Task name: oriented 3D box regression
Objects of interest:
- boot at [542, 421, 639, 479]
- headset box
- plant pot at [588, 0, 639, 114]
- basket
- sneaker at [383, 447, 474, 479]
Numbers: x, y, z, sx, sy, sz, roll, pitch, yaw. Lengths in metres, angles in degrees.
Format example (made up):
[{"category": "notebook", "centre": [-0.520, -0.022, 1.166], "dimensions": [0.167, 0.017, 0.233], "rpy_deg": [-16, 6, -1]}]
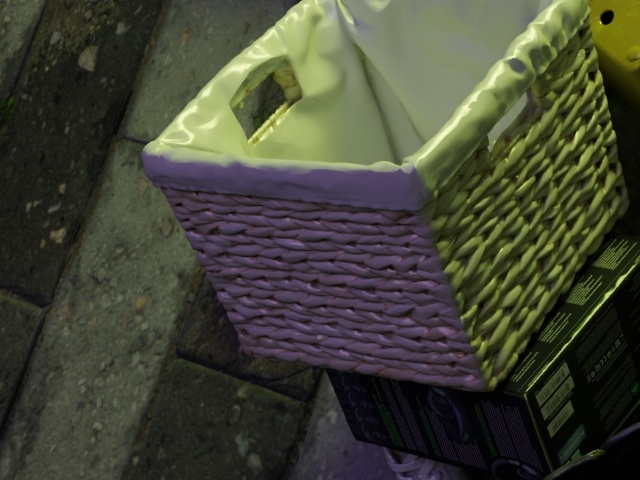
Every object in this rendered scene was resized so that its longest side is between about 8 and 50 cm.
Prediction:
[{"category": "boot", "centre": [0.246, 0.279, 1.713], "dimensions": [0.338, 0.223, 0.118], "rpy_deg": [-44, 50, 18]}, {"category": "headset box", "centre": [0.173, 0.100, 1.836], "dimensions": [0.283, 0.131, 0.246], "rpy_deg": [9, 43, 42]}, {"category": "plant pot", "centre": [0.360, -0.224, 1.848], "dimensions": [0.212, 0.187, 0.212], "rpy_deg": [-52, 47, 12]}, {"category": "basket", "centre": [0.079, -0.063, 1.763], "dimensions": [0.331, 0.266, 0.328], "rpy_deg": [4, 40, 40]}, {"category": "sneaker", "centre": [0.113, 0.248, 1.932], "dimensions": [0.087, 0.092, 0.228], "rpy_deg": [-32, 54, 26]}]
